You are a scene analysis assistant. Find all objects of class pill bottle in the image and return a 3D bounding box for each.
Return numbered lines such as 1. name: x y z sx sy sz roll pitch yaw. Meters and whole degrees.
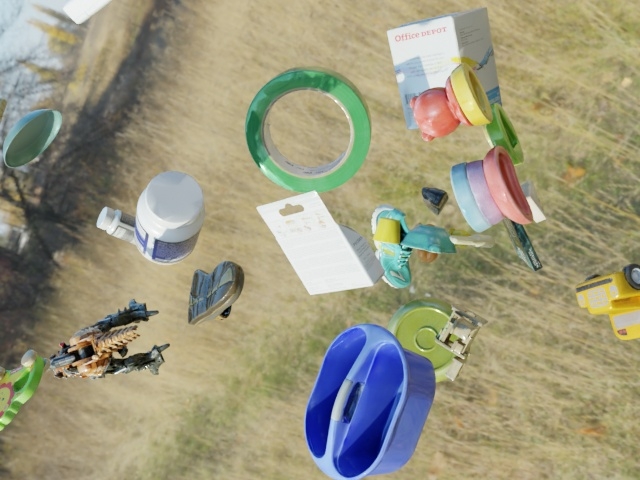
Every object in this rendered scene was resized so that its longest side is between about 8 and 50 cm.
1. pill bottle: -0.582 -0.044 2.155 0.078 0.137 0.078 -37 39 38
2. pill bottle: -0.346 -0.051 1.677 0.264 0.153 0.153 131 153 -65

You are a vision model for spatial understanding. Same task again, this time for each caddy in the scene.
1. caddy: 0.095 0.352 1.594 0.241 0.179 0.341 21 91 44

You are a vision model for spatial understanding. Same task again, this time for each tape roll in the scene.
1. tape roll: -0.029 -0.283 1.876 0.321 0.321 0.077 -60 6 24

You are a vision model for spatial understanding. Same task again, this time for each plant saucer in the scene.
1. plant saucer: 0.299 0.278 2.049 0.037 0.241 0.240 44 -118 -73
2. plant saucer: -0.464 -0.168 1.165 0.119 0.021 0.119 -49 -2 -3

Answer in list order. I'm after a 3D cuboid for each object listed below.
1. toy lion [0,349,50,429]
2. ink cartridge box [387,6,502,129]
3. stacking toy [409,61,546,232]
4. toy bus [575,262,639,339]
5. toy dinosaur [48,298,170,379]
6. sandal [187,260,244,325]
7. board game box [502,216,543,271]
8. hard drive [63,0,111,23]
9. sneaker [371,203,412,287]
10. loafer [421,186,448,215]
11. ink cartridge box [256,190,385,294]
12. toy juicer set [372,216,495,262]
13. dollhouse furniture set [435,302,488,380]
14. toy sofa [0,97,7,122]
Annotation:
1. toy lion: -0.414 0.206 0.975 0.100 0.034 0.096 -27 40 19
2. ink cartridge box: 0.285 -0.389 1.650 0.171 0.168 0.232 1 112 41
3. stacking toy: 0.297 -0.148 1.389 0.130 0.279 0.308 -23 69 26
4. toy bus: 0.644 0.106 1.371 0.108 0.333 0.130 -33 66 61
5. toy dinosaur: -0.435 0.226 1.477 0.322 0.218 0.164 5 104 49
6. sandal: -0.151 0.080 1.094 0.219 0.060 0.090 -28 51 57
7. board game box: 0.520 -0.019 1.932 0.026 0.186 0.126 -28 18 5
8. hard drive: -0.243 -0.489 1.154 0.353 0.047 0.233 -18 36 39
9. sneaker: 0.220 0.026 2.119 0.107 0.275 0.110 -35 33 -31
10. loafer: 0.309 -0.113 1.986 0.062 0.061 0.170 -58 -14 -7
11. ink cartridge box: 0.000 0.000 1.494 0.189 0.232 0.066 -12 22 45
12. toy juicer set: 0.292 0.013 1.759 0.329 0.209 0.089 16 98 59
13. dollhouse furniture set: 0.333 0.272 1.912 0.101 0.161 0.181 31 106 24
14. toy sofa: -0.796 -0.259 1.381 0.150 0.362 0.177 6 78 24
